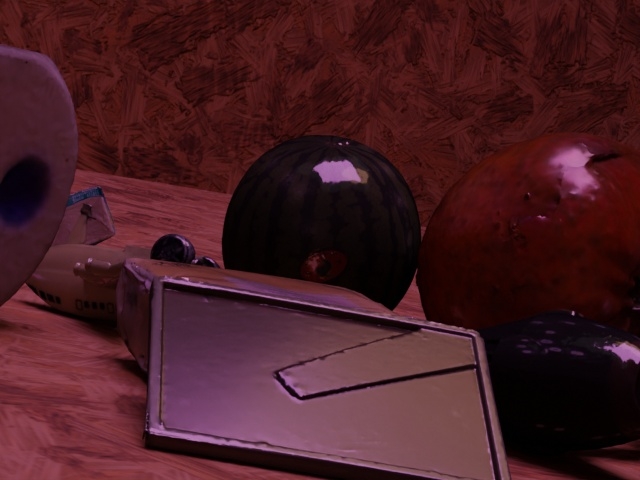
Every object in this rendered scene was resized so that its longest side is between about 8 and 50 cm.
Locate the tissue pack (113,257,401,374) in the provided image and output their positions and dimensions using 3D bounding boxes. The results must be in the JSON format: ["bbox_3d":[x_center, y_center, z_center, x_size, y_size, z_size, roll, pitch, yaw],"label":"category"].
[{"bbox_3d":[-0.042,0.079,1.442,0.222,0.090,0.186,10,8,-26],"label":"tissue pack"}]

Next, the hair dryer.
[{"bbox_3d":[0.240,0.150,1.558,0.359,0.120,0.303,21,-17,-40],"label":"hair dryer"}]

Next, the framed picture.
[{"bbox_3d":[0.003,0.101,1.263,0.260,0.023,0.189,11,31,-12],"label":"framed picture"}]

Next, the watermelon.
[{"bbox_3d":[0.000,0.000,1.815,0.212,0.212,0.212,12,5,-1],"label":"watermelon"}]

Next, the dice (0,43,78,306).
[{"bbox_3d":[-0.378,-0.067,1.473,0.259,0.243,0.251,17,7,27],"label":"dice"}]

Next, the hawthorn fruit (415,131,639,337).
[{"bbox_3d":[0.207,0.030,1.762,0.276,0.276,0.307,7,-8,-44],"label":"hawthorn fruit"}]

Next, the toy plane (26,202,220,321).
[{"bbox_3d":[-0.158,0.042,1.633,0.256,0.104,0.242,21,-7,22],"label":"toy plane"}]

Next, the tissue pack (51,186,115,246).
[{"bbox_3d":[-0.282,-0.012,2.078,0.085,0.079,0.111,-21,9,-6],"label":"tissue pack"}]
